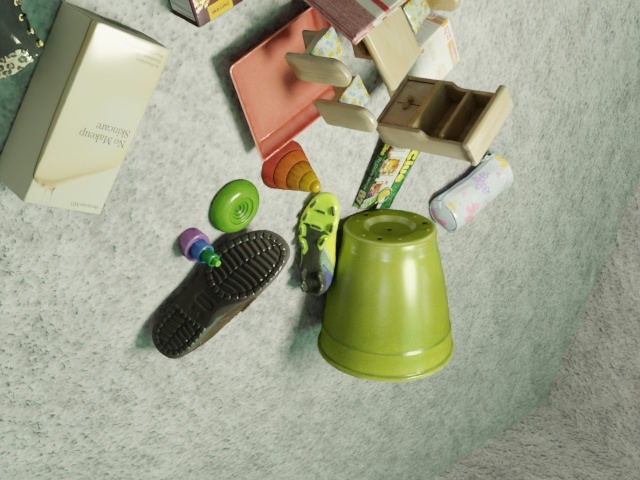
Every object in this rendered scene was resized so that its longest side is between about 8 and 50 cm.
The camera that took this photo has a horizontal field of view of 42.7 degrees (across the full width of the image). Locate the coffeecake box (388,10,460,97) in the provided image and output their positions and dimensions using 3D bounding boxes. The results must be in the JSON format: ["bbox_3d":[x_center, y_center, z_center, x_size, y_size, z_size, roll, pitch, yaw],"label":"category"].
[{"bbox_3d":[0.237,-0.426,1.946,0.185,0.068,0.142,-46,143,-11],"label":"coffeecake box"}]

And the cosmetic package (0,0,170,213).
[{"bbox_3d":[-0.391,-0.211,1.344,0.160,0.113,0.309,8,111,-53],"label":"cosmetic package"}]

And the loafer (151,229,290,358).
[{"bbox_3d":[-0.222,0.115,1.836,0.366,0.134,0.130,-40,172,-5],"label":"loafer"}]

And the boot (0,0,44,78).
[{"bbox_3d":[-0.444,-0.357,1.180,0.236,0.085,0.178,-40,146,-9],"label":"boot"}]

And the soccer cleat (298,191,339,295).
[{"bbox_3d":[-0.001,0.000,2.035,0.121,0.093,0.289,-58,158,-58],"label":"soccer cleat"}]

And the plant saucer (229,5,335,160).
[{"bbox_3d":[-0.070,-0.331,1.681,0.258,0.048,0.259,-41,144,-19],"label":"plant saucer"}]

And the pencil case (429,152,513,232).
[{"bbox_3d":[0.445,-0.141,2.401,0.273,0.113,0.124,-40,133,-21],"label":"pencil case"}]

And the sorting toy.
[{"bbox_3d":[-0.133,-0.064,1.765,0.365,0.126,0.127,-42,144,-19],"label":"sorting toy"}]

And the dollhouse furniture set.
[{"bbox_3d":[0.193,-0.359,1.667,0.362,0.256,0.394,-56,138,-19],"label":"dollhouse furniture set"}]

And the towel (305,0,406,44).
[{"bbox_3d":[0.093,-0.536,1.547,0.329,0.237,0.037,-42,167,-18],"label":"towel"}]

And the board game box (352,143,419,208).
[{"bbox_3d":[0.187,-0.194,2.094,0.136,0.030,0.259,-8,132,-49],"label":"board game box"}]

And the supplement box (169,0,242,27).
[{"bbox_3d":[-0.210,-0.467,1.365,0.104,0.081,0.188,-39,143,-21],"label":"supplement box"}]

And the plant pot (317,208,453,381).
[{"bbox_3d":[0.175,0.119,2.131,0.366,0.366,0.353,-21,123,-39],"label":"plant pot"}]
